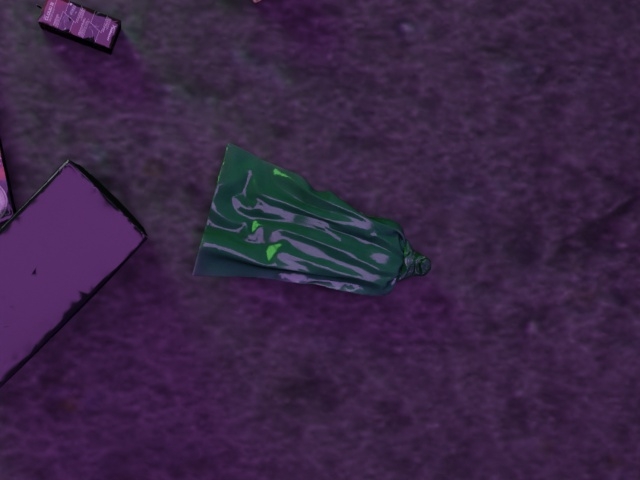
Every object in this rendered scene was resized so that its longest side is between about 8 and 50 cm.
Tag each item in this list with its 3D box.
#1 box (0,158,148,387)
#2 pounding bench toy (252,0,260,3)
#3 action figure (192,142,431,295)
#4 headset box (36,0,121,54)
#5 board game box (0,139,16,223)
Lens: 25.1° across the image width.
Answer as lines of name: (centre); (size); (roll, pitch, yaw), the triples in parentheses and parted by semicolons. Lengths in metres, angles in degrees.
box: (-0.255, 0.024, 1.317); (0.103, 0.261, 0.184); (42, 87, -7)
pounding bench toy: (-0.066, -0.265, 1.431); (0.083, 0.065, 0.052); (-28, 96, -6)
action figure: (0.000, 0.000, 1.450); (0.232, 0.063, 0.137); (16, 88, -4)
headset box: (-0.239, -0.213, 1.411); (0.083, 0.062, 0.032); (21, 88, -7)
board game box: (-0.401, -0.121, 1.402); (0.165, 0.042, 0.243); (-12, 94, -7)
